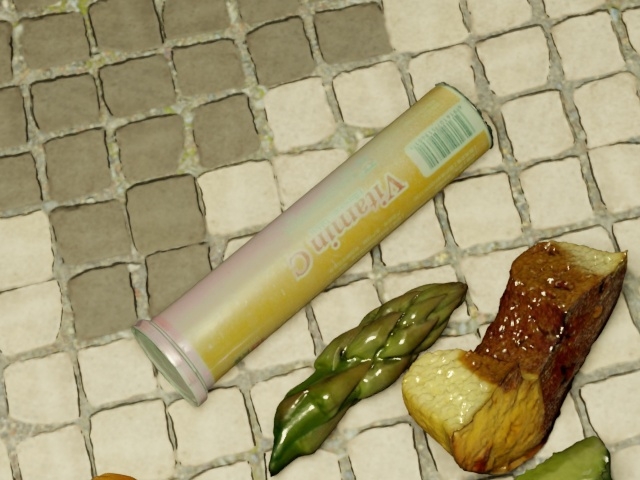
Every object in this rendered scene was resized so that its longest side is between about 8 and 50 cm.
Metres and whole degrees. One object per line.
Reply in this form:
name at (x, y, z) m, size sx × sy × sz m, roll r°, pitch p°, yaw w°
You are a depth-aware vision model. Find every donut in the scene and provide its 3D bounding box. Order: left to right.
donut at (0.190, 0.126, 1.935) m, size 0.112 × 0.151 × 0.295 m, roll 30°, pitch 58°, yaw 31°

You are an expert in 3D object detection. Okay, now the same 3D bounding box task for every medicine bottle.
medicine bottle at (0.000, 0.000, 2.023) m, size 0.426 × 0.108 × 0.108 m, roll -39°, pitch 68°, yaw -15°

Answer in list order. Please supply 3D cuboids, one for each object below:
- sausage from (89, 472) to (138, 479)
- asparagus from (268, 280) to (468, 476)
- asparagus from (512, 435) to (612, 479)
sausage at (-0.153, 0.321, 1.892) m, size 0.098 × 0.098 × 0.238 m, roll -43°, pitch 71°, yaw -14°
asparagus at (0.040, 0.126, 1.975) m, size 0.287 × 0.080 × 0.080 m, roll -37°, pitch 68°, yaw -13°
asparagus at (0.128, 0.327, 1.855) m, size 0.382 × 0.108 × 0.128 m, roll -29°, pitch 103°, yaw -11°
